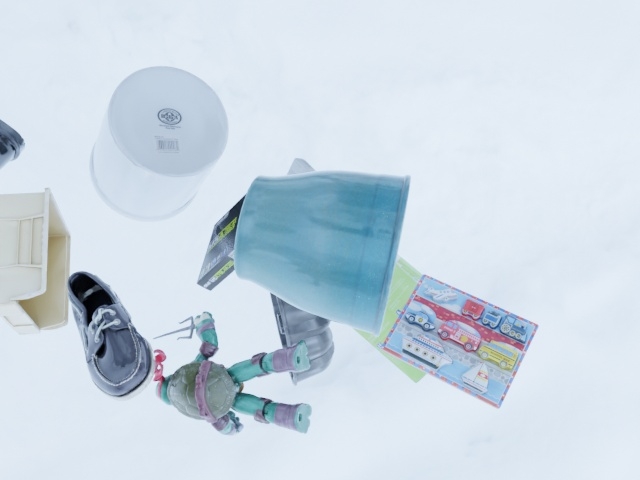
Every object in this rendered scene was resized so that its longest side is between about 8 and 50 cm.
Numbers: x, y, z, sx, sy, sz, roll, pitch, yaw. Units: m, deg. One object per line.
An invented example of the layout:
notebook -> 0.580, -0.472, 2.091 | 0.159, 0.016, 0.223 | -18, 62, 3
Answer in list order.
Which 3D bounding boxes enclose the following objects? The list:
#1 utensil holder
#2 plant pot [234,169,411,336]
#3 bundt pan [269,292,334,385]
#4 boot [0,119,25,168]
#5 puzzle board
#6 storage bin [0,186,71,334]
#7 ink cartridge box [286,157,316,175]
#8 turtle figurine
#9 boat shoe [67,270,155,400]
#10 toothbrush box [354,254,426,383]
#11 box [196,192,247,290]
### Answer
utensil holder -> -0.449, -0.257, 1.701 | 0.328, 0.385, 0.327 | 7, 73, -23
plant pot -> 0.000, 0.000, 1.033 | 0.255, 0.271, 0.271 | 12, 68, 5
bundt pan -> -0.049, 0.203, 1.609 | 0.124, 0.331, 0.330 | -12, 78, -8
boot -> -0.880, -0.062, 1.409 | 0.146, 0.367, 0.445 | 37, 61, -29
puzzle board -> 0.139, 0.097, 0.620 | 0.128, 0.011, 0.096 | 24, 66, 23
storage bin -> -0.656, 0.056, 1.404 | 0.123, 0.262, 0.260 | -3, 68, -13
ink cartridge box -> -0.058, -0.114, 1.695 | 0.045, 0.179, 0.145 | 3, 34, -41
turtle figurine -> -0.131, 0.192, 0.818 | 0.118, 0.234, 0.175 | -38, 123, -65
boat shoe -> -0.253, 0.104, 0.715 | 0.075, 0.206, 0.065 | -34, 131, -11
toothbrush box -> 0.192, 0.169, 1.502 | 0.283, 0.122, 0.206 | 41, 38, 7
box -> -0.187, -0.008, 1.335 | 0.045, 0.191, 0.184 | 30, 45, -25
